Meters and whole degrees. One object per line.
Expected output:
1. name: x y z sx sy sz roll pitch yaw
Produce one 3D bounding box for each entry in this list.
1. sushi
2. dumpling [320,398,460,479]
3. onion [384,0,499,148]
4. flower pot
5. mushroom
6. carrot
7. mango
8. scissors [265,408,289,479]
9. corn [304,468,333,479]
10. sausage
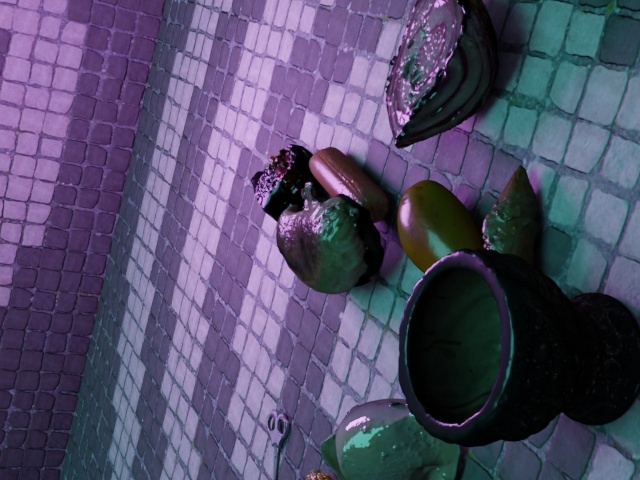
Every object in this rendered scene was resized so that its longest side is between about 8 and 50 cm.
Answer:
1. sushi: -0.064 -0.134 2.127 0.150 0.153 0.172 -49 6 14
2. dumpling: 0.128 0.393 1.648 0.227 0.175 0.243 65 162 0
3. onion: 0.227 -0.334 1.672 0.314 0.146 0.280 115 162 -44
4. flower pot: 0.284 0.156 1.290 0.266 0.267 0.267 -29 57 57
5. mushroom: -0.002 0.001 1.899 0.344 0.130 0.247 13 132 64
6. carrot: 0.303 0.006 1.494 0.102 0.102 0.263 -4 73 61
7. mango: 0.213 0.004 1.623 0.138 0.113 0.253 -57 44 31
8. scissors: -0.103 0.490 2.166 0.100 0.015 0.189 -5 79 58
9. corn: 0.012 0.576 1.867 0.080 0.080 0.238 -46 47 47
10. sausage: 0.057 -0.118 1.961 0.289 0.086 0.086 51 126 52
